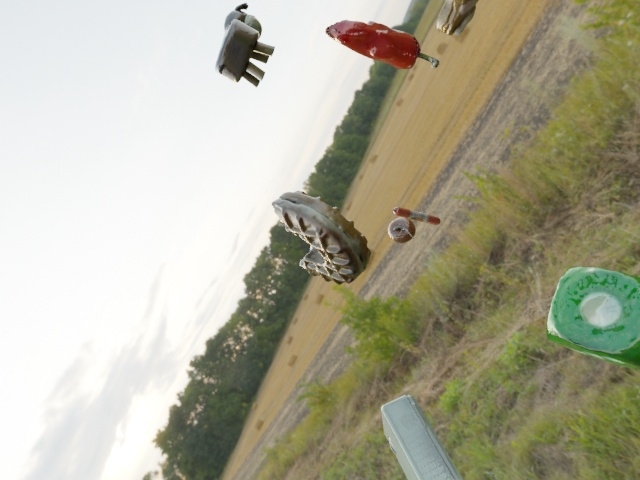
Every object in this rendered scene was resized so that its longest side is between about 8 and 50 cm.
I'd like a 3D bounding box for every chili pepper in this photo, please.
[{"bbox_3d":[0.198,-0.612,1.358,0.110,0.387,0.110,-174,90,-68],"label":"chili pepper"}]

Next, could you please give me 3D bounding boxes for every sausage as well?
[{"bbox_3d":[0.339,-0.085,1.509,0.034,0.253,0.034,-18,67,51],"label":"sausage"}]

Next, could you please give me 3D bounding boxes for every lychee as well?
[{"bbox_3d":[0.325,-0.042,1.696,0.101,0.114,0.140,-56,-14,-20],"label":"lychee"}]

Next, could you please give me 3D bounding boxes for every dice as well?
[{"bbox_3d":[0.980,0.265,1.504,0.300,0.297,0.287,27,-102,-50],"label":"dice"}]

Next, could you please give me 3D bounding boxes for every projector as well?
[{"bbox_3d":[0.254,0.542,1.083,0.192,0.099,0.257,79,165,-45],"label":"projector"}]

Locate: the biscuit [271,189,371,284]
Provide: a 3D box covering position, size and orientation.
[{"bbox_3d":[0.017,0.010,1.293,0.115,0.268,0.366,-54,-37,-21],"label":"biscuit"}]

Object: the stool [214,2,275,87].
[{"bbox_3d":[-0.175,-0.447,1.001,0.125,0.121,0.217,-43,34,54],"label":"stool"}]

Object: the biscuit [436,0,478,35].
[{"bbox_3d":[0.282,-0.517,0.684,0.283,0.064,0.432,-56,-12,0],"label":"biscuit"}]
